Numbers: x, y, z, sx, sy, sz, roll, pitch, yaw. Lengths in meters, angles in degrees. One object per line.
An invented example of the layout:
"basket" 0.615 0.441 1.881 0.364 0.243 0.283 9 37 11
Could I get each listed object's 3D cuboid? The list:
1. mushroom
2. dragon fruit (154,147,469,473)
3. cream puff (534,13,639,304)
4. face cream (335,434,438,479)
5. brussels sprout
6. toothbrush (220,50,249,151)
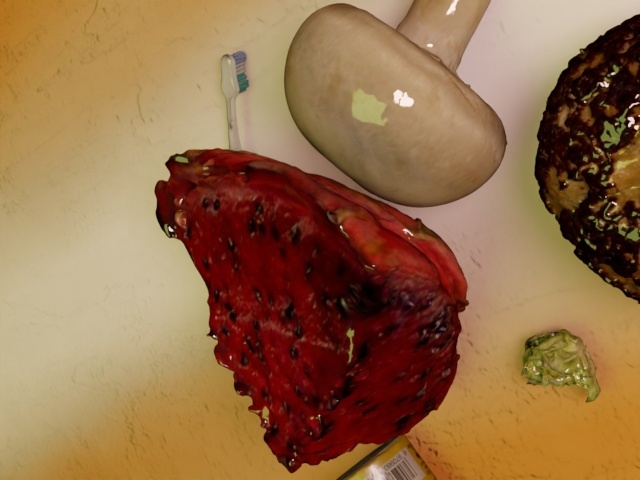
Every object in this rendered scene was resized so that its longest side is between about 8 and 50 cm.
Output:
"mushroom" 0.080 -0.143 0.956 0.207 0.207 0.215 32 93 26
"dragon fruit" 0.008 -0.002 1.066 0.329 0.228 0.286 51 141 34
"cream puff" 0.269 -0.053 0.826 0.239 0.165 0.239 16 119 32
"face cream" 0.149 0.373 1.178 0.348 0.105 0.105 53 134 7
"brussels sprout" 0.217 0.113 1.030 0.085 0.058 0.085 19 152 11
"toothbrush" -0.086 -0.056 1.226 0.030 0.030 0.304 16 120 35
